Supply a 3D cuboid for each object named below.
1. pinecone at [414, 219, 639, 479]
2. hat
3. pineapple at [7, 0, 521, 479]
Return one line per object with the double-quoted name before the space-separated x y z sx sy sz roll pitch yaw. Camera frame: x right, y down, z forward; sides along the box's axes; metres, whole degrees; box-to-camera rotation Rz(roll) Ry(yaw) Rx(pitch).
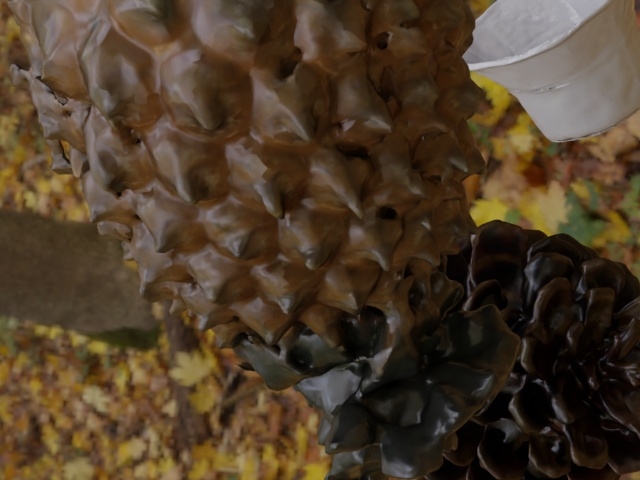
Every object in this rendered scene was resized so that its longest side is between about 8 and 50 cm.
"pinecone" 0.159 0.096 0.946 0.292 0.246 0.246 154 124 -72
"hat" 0.231 -0.169 1.109 0.203 0.126 0.203 -29 20 12
"pineapple" 0.002 -0.001 0.602 0.223 0.223 0.357 13 130 54
